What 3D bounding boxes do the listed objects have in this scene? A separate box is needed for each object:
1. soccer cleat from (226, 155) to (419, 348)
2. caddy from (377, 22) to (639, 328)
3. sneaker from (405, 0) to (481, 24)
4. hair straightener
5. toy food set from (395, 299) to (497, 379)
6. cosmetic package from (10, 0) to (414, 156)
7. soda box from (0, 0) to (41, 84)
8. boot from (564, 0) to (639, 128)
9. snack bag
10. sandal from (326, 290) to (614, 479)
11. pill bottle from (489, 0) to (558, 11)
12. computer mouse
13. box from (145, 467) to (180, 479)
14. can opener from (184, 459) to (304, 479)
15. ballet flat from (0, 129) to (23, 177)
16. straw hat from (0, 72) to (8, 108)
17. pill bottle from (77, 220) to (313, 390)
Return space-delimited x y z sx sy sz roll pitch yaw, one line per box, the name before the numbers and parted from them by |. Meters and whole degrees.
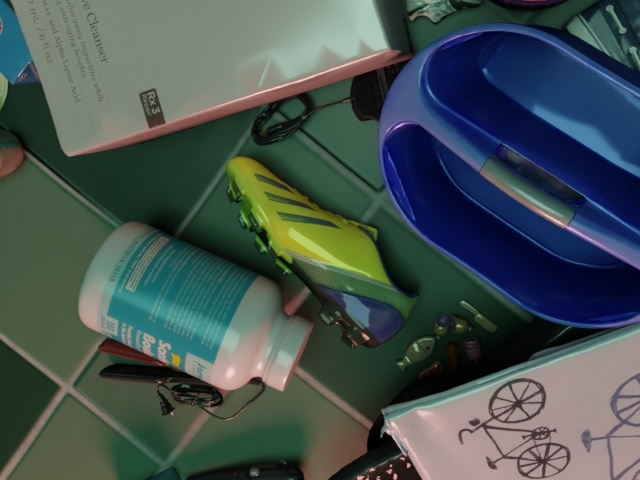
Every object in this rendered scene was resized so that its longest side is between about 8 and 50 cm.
soccer cleat | 0.000 0.001 0.883 0.121 0.093 0.289 -41 88 -13
caddy | 0.221 -0.067 0.719 0.341 0.179 0.241 36 122 13
sneaker | 0.137 -0.260 0.810 0.083 0.032 0.036 6 118 15
hair straightener | -0.189 0.193 0.982 0.231 0.047 0.088 8 105 5
toy food set | 0.158 0.136 0.902 0.078 0.019 0.122 39 108 1
cosmetic package | -0.114 -0.244 0.784 0.385 0.156 0.217 -16 97 21
soda box | -0.416 -0.292 0.896 0.210 0.067 0.071 46 108 -1
boot | 0.347 -0.177 0.760 0.086 0.069 0.190 -36 93 23
snack bag | 0.273 0.230 0.809 0.343 0.037 0.323 -22 125 10
sandal | 0.174 0.214 0.870 0.446 0.107 0.167 -40 121 13
pill bottle | 0.198 -0.291 0.664 0.153 0.264 0.153 3 104 13
computer mouse | 0.029 -0.157 0.853 0.242 0.041 0.071 -12 81 22
box | -0.199 0.456 1.032 0.101 0.060 0.244 -27 96 16
can opener | -0.106 0.334 0.987 0.186 0.073 0.059 -5 110 22
ballet flat | -0.491 -0.085 0.961 0.213 0.068 0.072 -26 97 17
straw hat | -0.478 -0.217 0.931 0.145 0.061 0.144 3 104 12
pill bottle | -0.146 0.089 0.888 0.264 0.146 0.146 23 107 6
